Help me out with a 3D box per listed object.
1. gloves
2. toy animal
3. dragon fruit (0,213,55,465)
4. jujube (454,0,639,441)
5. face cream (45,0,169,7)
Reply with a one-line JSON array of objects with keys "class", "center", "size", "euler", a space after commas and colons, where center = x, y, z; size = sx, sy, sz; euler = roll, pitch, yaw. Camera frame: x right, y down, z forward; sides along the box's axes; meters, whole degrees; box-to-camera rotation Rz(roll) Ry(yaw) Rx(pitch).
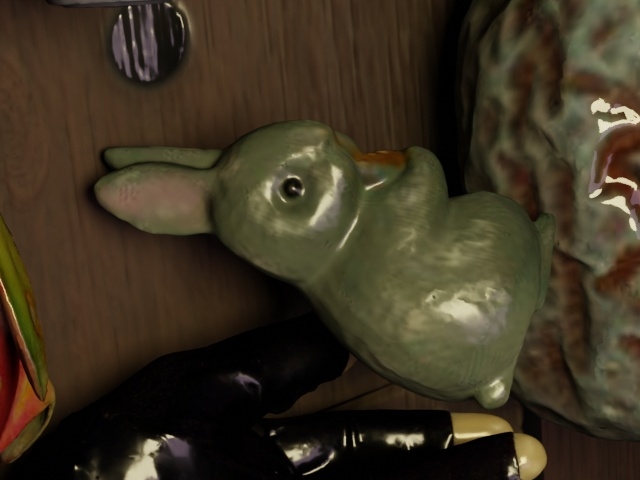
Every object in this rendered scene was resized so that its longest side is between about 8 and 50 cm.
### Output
[{"class": "gloves", "center": [-0.022, 0.134, 0.843], "size": [0.301, 0.152, 0.197], "euler": [-8, 84, -17]}, {"class": "toy animal", "center": [0.009, -0.004, 0.804], "size": [0.236, 0.108, 0.138], "euler": [24, 43, -18]}, {"class": "dragon fruit", "center": [-0.220, 0.044, 0.637], "size": [0.224, 0.224, 0.227], "euler": [-25, 97, -30]}, {"class": "jujube", "center": [0.188, -0.035, 0.918], "size": [0.226, 0.226, 0.317], "euler": [-16, 109, -34]}, {"class": "face cream", "center": [-0.103, -0.304, 0.651], "size": [0.137, 0.234, 0.420], "euler": [-46, 136, -63]}]
